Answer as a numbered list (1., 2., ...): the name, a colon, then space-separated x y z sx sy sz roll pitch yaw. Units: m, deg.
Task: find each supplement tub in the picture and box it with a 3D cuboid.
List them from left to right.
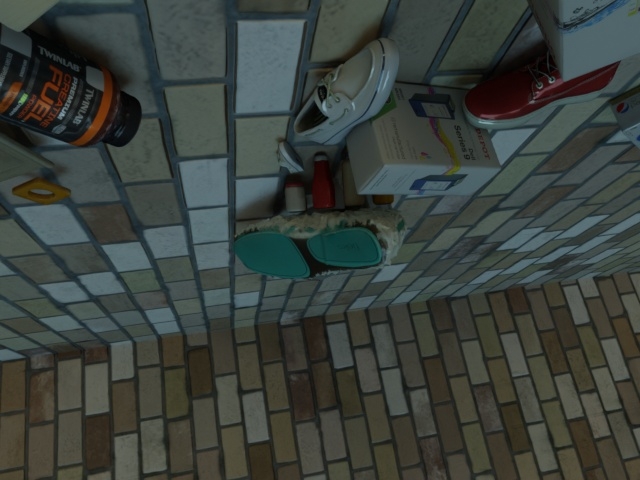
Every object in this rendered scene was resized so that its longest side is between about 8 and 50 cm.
1. supplement tub: -0.310 -0.174 0.593 0.106 0.106 0.197 -23 157 30

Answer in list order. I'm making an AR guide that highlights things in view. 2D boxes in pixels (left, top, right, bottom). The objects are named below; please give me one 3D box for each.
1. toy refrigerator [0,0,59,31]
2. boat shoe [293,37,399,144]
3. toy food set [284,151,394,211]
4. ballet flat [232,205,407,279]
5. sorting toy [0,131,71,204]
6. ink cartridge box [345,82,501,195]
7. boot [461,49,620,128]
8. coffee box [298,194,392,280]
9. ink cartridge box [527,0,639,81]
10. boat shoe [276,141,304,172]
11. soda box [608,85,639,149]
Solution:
1. toy refrigerator: -0.186 -0.283 0.383 0.269 0.094 0.102 -21 151 25
2. boat shoe: 0.027 -0.199 0.726 0.075 0.083 0.226 -2 159 -25
3. toy food set: 0.017 -0.113 0.984 0.232 0.105 0.111 -3 -178 36
4. ballet flat: 0.000 0.000 1.041 0.408 0.147 0.146 -3 169 40
5. sorting toy: -0.504 -0.130 0.699 0.195 0.047 0.348 -11 160 13
6. ink cartridge box: 0.154 -0.156 0.801 0.212 0.155 0.093 0 157 -24
7. boot: 0.329 -0.256 0.734 0.244 0.089 0.176 -18 160 -4
8. coffee box: 0.042 -0.014 1.151 0.246 0.141 0.098 -27 155 37
9. ink cartridge box: 0.270 -0.299 0.454 0.168 0.171 0.232 -19 159 19
10. boat shoe: -0.060 -0.143 0.906 0.035 0.035 0.100 -18 165 12
11. soda box: 0.636 -0.226 0.989 0.216 0.069 0.073 9 151 -45
